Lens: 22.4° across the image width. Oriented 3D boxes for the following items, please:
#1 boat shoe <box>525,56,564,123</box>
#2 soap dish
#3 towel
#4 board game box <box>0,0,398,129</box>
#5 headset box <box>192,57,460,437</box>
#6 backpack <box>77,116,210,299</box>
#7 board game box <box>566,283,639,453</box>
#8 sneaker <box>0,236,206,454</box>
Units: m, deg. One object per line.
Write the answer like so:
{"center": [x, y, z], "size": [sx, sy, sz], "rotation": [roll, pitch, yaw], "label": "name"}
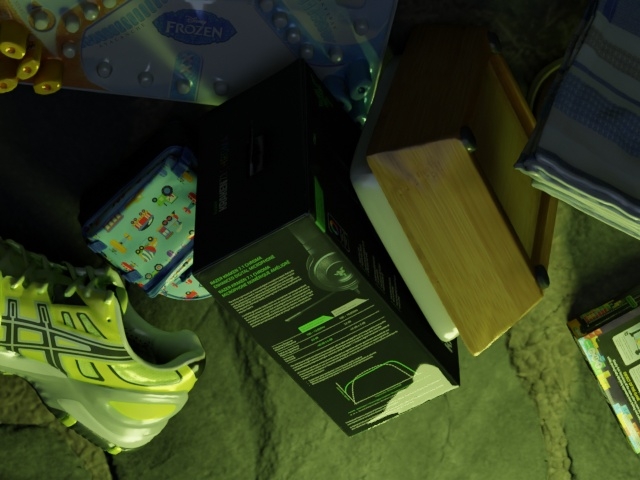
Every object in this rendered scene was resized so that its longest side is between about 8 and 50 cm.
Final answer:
{"center": [0.384, -0.115, 1.665], "size": [0.342, 0.123, 0.123], "rotation": [11, 110, -12], "label": "boat shoe"}
{"center": [0.141, -0.064, 1.561], "size": [0.118, 0.291, 0.229], "rotation": [-20, 115, 24], "label": "soap dish"}
{"center": [0.322, -0.120, 1.570], "size": [0.209, 0.285, 0.034], "rotation": [28, 144, -1], "label": "towel"}
{"center": [-0.105, -0.279, 1.506], "size": [0.390, 0.050, 0.390], "rotation": [6, 129, -10], "label": "board game box"}
{"center": [0.000, 0.000, 1.554], "size": [0.131, 0.246, 0.283], "rotation": [-28, 125, 20], "label": "headset box"}
{"center": [-0.139, -0.010, 1.640], "size": [0.158, 0.117, 0.173], "rotation": [-40, 114, 9], "label": "backpack"}
{"center": [0.375, 0.133, 1.806], "size": [0.141, 0.048, 0.170], "rotation": [-29, 112, 2], "label": "board game box"}
{"center": [-0.282, 0.061, 1.633], "size": [0.147, 0.145, 0.385], "rotation": [-42, 122, 18], "label": "sneaker"}
